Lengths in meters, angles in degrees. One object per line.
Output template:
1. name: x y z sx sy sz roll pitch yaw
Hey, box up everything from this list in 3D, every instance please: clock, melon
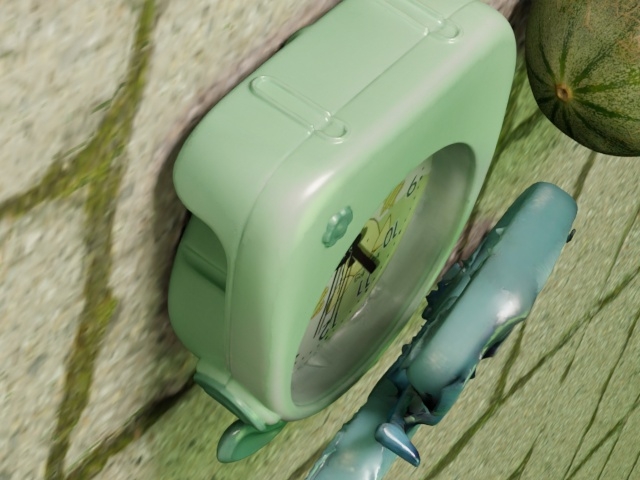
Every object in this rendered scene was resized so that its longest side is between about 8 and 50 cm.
1. clock: 0.001 0.001 0.669 0.148 0.060 0.189 -42 157 -39
2. melon: 0.160 -0.102 0.816 0.167 0.114 0.114 -40 155 -40

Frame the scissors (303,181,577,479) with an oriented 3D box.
1. scissors: 0.061 0.033 0.794 0.180 0.032 0.393 -53 177 15
